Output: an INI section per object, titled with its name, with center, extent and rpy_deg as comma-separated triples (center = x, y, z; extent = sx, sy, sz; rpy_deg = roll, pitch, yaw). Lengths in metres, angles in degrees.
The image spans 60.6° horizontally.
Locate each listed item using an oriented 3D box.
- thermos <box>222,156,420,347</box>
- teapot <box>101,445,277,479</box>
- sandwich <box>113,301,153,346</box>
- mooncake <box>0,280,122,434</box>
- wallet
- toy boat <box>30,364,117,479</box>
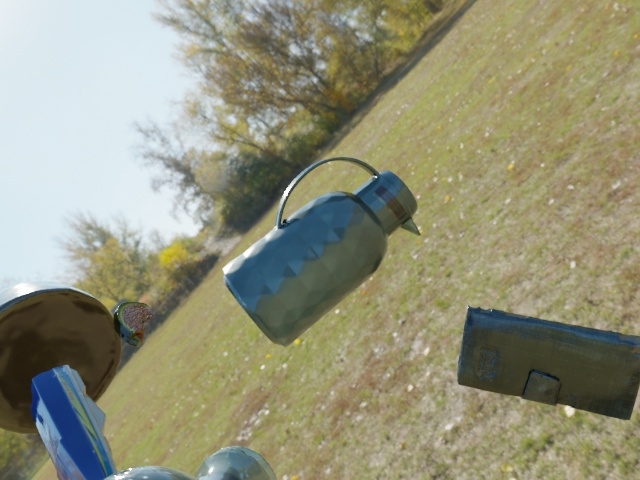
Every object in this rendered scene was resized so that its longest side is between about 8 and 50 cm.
[thermos]
center = 0.000, 0.000, 0.782
extent = 0.287, 0.182, 0.145
rpy_deg = -40, 12, -7
[teapot]
center = -0.132, 0.298, 0.555
extent = 0.183, 0.183, 0.251
rpy_deg = -46, -14, 10
[sandwich]
center = -0.351, 0.149, 1.020
extent = 0.029, 0.067, 0.135
rpy_deg = -59, 15, 10
[mooncake]
center = -0.550, 0.221, 1.079
extent = 0.156, 0.284, 0.284
rpy_deg = 10, 53, 48
[wallet]
center = 0.426, 0.228, 1.032
extent = 0.044, 0.317, 0.168
rpy_deg = -35, -48, -67
[toy boat]
center = -0.365, 0.334, 0.859
extent = 0.088, 0.295, 0.129
rpy_deg = -11, -51, -41
